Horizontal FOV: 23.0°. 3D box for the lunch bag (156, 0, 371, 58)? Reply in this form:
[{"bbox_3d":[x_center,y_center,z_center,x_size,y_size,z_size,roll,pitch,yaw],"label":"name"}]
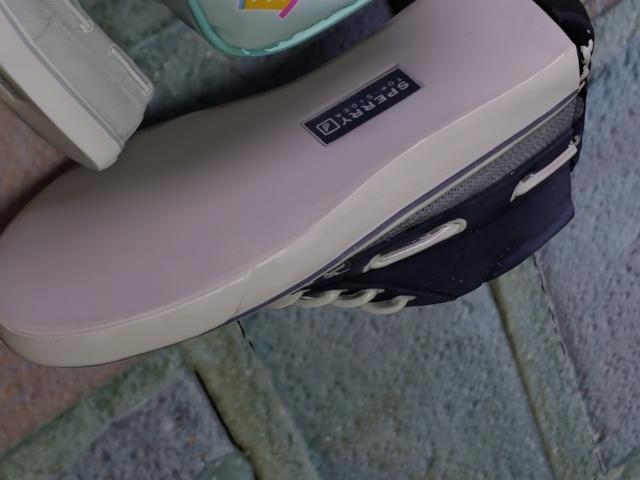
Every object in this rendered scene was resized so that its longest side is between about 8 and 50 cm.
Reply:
[{"bbox_3d":[-0.019,-0.234,0.678,0.224,0.108,0.279,-35,128,-13],"label":"lunch bag"}]

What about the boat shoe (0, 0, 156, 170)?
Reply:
[{"bbox_3d":[-0.134,-0.106,0.712,0.063,0.066,0.184,-54,131,-15],"label":"boat shoe"}]

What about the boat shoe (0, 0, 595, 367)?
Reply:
[{"bbox_3d":[0.000,0.000,0.826,0.340,0.127,0.158,-27,140,-12],"label":"boat shoe"}]
